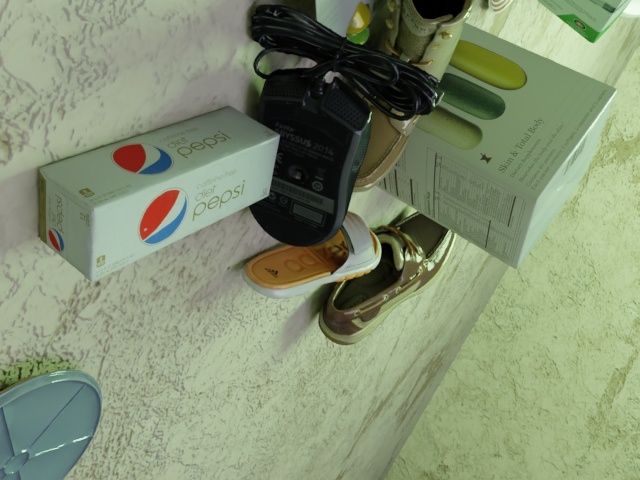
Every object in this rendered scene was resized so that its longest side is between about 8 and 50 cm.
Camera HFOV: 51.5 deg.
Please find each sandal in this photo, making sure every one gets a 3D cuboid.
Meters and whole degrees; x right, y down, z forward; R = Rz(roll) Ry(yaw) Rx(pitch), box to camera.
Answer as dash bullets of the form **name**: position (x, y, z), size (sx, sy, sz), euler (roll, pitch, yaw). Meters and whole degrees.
- **sandal**: position (0.007, 0.006, 0.899), size (0.265, 0.102, 0.076), euler (-23, 143, -50)

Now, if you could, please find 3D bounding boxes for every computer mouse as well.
- **computer mouse**: position (0.001, -0.104, 0.695), size (0.072, 0.188, 0.272), euler (-62, 176, -45)

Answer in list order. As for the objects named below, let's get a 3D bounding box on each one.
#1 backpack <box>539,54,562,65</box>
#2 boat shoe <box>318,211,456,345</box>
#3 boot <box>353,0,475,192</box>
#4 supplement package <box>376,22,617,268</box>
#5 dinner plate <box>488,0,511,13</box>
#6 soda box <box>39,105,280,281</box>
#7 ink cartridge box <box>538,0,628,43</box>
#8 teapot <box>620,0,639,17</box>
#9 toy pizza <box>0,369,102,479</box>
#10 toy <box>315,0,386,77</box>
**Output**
- **backpack**: position (0.331, -0.189, 1.148), size (0.191, 0.225, 0.254), euler (-58, 171, -76)
- **boat shoe**: position (0.129, 0.037, 1.171), size (0.342, 0.123, 0.123), euler (-39, 154, -23)
- **boot**: position (0.090, -0.190, 0.745), size (0.262, 0.095, 0.203), euler (-58, 176, -8)
- **supplement package**: position (0.223, -0.139, 0.929), size (0.199, 0.262, 0.198), euler (-50, 156, -16)
- **dinner plate**: position (0.292, -0.420, 1.019), size (0.141, 0.017, 0.141), euler (-45, 156, -27)
- **soda box**: position (-0.133, -0.050, 0.583), size (0.216, 0.069, 0.074), euler (-32, 147, -46)
- **ink cartridge box**: position (0.392, -0.400, 0.961), size (0.087, 0.153, 0.208), euler (-46, 171, 1)
- **teapot**: position (0.568, -0.551, 1.203), size (0.252, 0.187, 0.256), euler (7, 136, -36)
- **toy pizza**: position (-0.297, 0.202, 0.632), size (0.201, 0.032, 0.201), euler (-43, 154, -27)
- **toy**: position (0.019, -0.272, 0.613), size (0.137, 0.056, 0.237), euler (-54, 163, -17)
